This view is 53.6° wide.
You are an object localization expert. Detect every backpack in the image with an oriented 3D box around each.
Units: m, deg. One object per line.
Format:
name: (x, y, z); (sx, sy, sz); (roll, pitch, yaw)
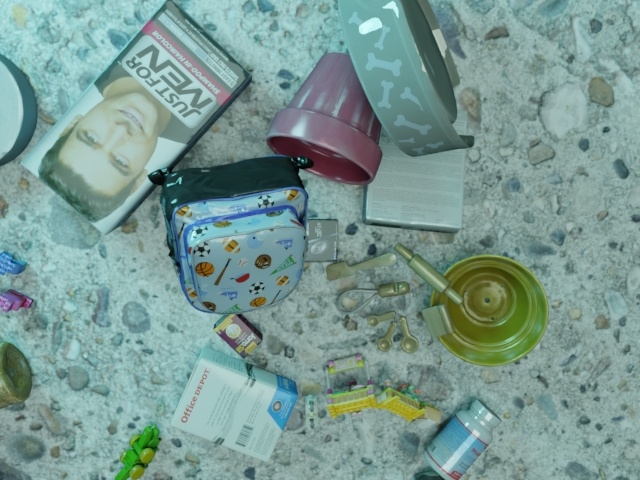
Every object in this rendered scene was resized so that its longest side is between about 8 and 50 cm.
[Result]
backpack: (-0.137, 0.006, 1.088); (0.276, 0.213, 0.264); (-7, 139, -11)

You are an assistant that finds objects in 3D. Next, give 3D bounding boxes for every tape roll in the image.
tape roll: (-0.615, -0.229, 1.097); (0.219, 0.072, 0.219); (-1, 99, -5)

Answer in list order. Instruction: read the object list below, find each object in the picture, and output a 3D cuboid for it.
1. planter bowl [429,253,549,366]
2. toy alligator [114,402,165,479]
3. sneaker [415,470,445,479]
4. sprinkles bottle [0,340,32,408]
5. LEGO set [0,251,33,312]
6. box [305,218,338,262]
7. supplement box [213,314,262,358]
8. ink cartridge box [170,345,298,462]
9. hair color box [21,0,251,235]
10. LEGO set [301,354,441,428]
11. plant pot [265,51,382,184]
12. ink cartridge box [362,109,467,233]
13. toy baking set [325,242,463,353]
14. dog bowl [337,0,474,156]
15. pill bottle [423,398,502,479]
planter bowl: (0.323, 0.125, 1.225); (0.217, 0.090, 0.217); (3, 100, 14)
toy alligator: (-0.338, 0.401, 1.242); (0.051, 0.056, 0.190); (26, 96, -51)
sneaker: (0.241, 0.610, 1.303); (0.101, 0.106, 0.268); (-3, 98, -4)
sprinkles bottle: (-0.719, 0.298, 1.150); (0.355, 0.121, 0.121); (-21, 101, -2)
LEGO set: (-0.624, 0.044, 1.130); (0.227, 0.093, 0.087); (28, 96, -9)
box: (0.000, 0.000, 1.221); (0.067, 0.018, 0.084); (1, 100, -6)
supplement box: (-0.159, 0.178, 1.223); (0.055, 0.043, 0.083); (-45, 101, 1)
ink cartridge box: (-0.165, 0.314, 1.223); (0.203, 0.086, 0.148); (24, 96, -8)
hair color box: (-0.312, -0.211, 1.109); (0.185, 0.113, 0.374); (42, 94, -11)
LEGO set: (0.106, 0.299, 1.260); (0.286, 0.107, 0.132); (2, 134, -10)
plant pot: (0.029, -0.218, 1.111); (0.201, 0.201, 0.180); (23, 82, -9)
ink cartridge box: (0.181, -0.137, 1.211); (0.188, 0.066, 0.233); (6, 78, -6)
toy baking set: (0.137, 0.107, 1.204); (0.256, 0.030, 0.197); (46, 107, 2)
dog bowl: (0.141, -0.296, 1.035); (0.102, 0.349, 0.349); (-21, 102, 24)
pill bottle: (0.289, 0.402, 1.281); (0.087, 0.087, 0.160); (39, 94, -10)
